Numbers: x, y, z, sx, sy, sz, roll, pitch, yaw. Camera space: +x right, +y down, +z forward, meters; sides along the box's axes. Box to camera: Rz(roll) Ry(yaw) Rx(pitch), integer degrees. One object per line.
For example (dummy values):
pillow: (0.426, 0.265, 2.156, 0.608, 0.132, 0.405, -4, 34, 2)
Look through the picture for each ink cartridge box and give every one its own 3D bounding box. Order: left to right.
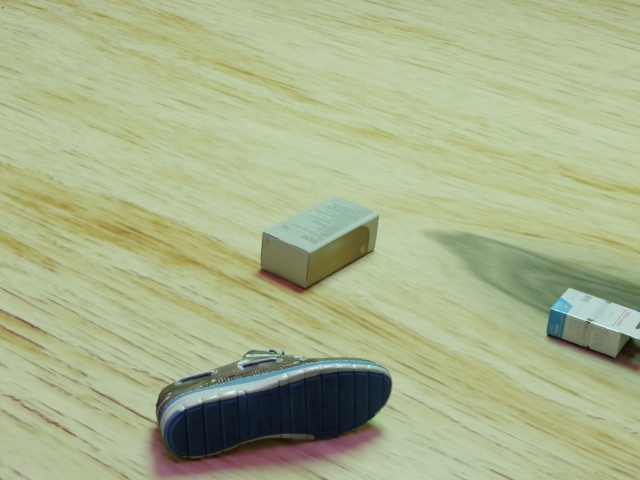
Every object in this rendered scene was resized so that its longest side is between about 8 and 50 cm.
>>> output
ink cartridge box: (0.250, 0.076, 1.083, 0.083, 0.028, 0.048, 19, 31, 26)

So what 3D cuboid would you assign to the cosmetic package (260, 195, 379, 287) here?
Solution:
cosmetic package: (0.000, 0.000, 1.172, 0.060, 0.041, 0.115, 24, 33, 31)

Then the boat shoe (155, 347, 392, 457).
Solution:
boat shoe: (-0.036, 0.112, 0.926, 0.183, 0.066, 0.066, -6, 28, -19)
